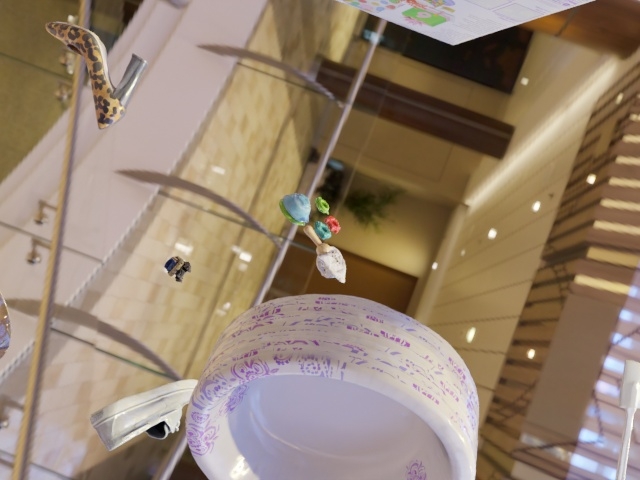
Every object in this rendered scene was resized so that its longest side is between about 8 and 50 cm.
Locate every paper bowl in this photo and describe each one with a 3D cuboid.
[{"bbox_3d":[0.018,0.169,0.781,0.148,0.284,0.284,-71,179,-51],"label":"paper bowl"}]

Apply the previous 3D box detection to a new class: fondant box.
[{"bbox_3d":[0.189,-0.378,1.060,0.330,0.238,0.096,5,-97,66],"label":"fondant box"}]

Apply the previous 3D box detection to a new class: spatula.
[{"bbox_3d":[0.593,0.329,1.334,0.019,0.168,0.242,-154,-112,-75],"label":"spatula"}]

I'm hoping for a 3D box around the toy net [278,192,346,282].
[{"bbox_3d":[0.000,0.000,1.522,0.045,0.122,0.232,-40,-125,25],"label":"toy net"}]

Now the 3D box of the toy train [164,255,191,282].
[{"bbox_3d":[-0.215,0.039,1.149,0.027,0.036,0.158,-49,-172,-5],"label":"toy train"}]

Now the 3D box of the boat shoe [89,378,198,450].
[{"bbox_3d":[-0.276,0.289,1.256,0.079,0.081,0.227,-31,168,31],"label":"boat shoe"}]

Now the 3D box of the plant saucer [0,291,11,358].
[{"bbox_3d":[-0.670,0.101,1.305,0.050,0.310,0.310,-50,162,-52],"label":"plant saucer"}]

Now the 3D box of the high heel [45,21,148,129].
[{"bbox_3d":[-0.541,-0.376,1.726,0.186,0.261,0.093,-63,174,0],"label":"high heel"}]
